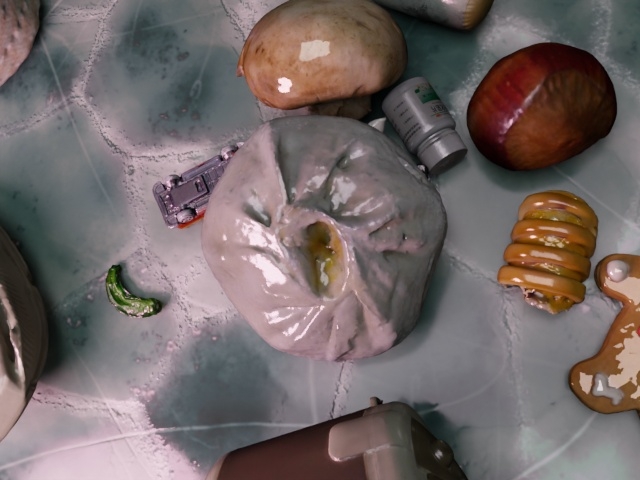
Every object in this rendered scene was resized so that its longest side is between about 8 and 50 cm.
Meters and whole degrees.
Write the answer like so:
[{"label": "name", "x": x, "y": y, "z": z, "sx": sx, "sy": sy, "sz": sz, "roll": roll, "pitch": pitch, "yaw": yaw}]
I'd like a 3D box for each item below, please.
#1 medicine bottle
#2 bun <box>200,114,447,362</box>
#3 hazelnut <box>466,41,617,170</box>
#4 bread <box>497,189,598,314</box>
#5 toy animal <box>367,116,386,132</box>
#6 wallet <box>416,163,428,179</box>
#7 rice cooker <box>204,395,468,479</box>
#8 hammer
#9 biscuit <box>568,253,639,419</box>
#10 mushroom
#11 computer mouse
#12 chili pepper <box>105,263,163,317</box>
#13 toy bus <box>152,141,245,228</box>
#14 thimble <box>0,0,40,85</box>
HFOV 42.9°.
[{"label": "medicine bottle", "x": 0.154, "y": -0.166, "z": 1.192, "sx": 0.080, "sy": 0.080, "sz": 0.130, "roll": -33, "pitch": 74, "yaw": 5}, {"label": "bun", "x": -0.006, "y": 0.000, "z": 1.107, "sx": 0.354, "sy": 0.194, "sz": 0.355, "roll": 2, "pitch": 100, "yaw": 11}, {"label": "hazelnut", "x": 0.313, "y": -0.187, "z": 1.133, "sx": 0.201, "sy": 0.160, "sz": 0.170, "roll": -9, "pitch": 89, "yaw": -26}, {"label": "bread", "x": 0.314, "y": 0.013, "z": 1.121, "sx": 0.119, "sy": 0.084, "sz": 0.177, "roll": 14, "pitch": 79, "yaw": 15}, {"label": "toy animal", "x": 0.036, "y": -0.139, "z": 1.219, "sx": 0.124, "sy": 0.085, "sz": 0.071, "roll": -3, "pitch": 80, "yaw": -1}, {"label": "wallet", "x": 0.039, "y": -0.051, "z": 1.203, "sx": 0.244, "sy": 0.025, "sz": 0.124, "roll": -1, "pitch": 106, "yaw": 14}, {"label": "rice cooker", "x": 0.043, "y": 0.380, "z": 0.993, "sx": 0.325, "sy": 0.335, "sz": 0.335, "roll": -18, "pitch": 76, "yaw": 9}, {"label": "hammer", "x": 0.204, "y": -0.474, "z": 1.232, "sx": 0.201, "sy": 0.113, "sz": 0.306, "roll": 23, "pitch": 80, "yaw": 14}, {"label": "biscuit", "x": 0.463, "y": 0.091, "z": 1.073, "sx": 0.216, "sy": 0.047, "sz": 0.340, "roll": 26, "pitch": 82, "yaw": 12}, {"label": "mushroom", "x": -0.001, "y": -0.265, "z": 1.187, "sx": 0.254, "sy": 0.184, "sz": 0.255, "roll": -14, "pitch": 36, "yaw": 10}, {"label": "computer mouse", "x": -0.539, "y": 0.133, "z": 1.272, "sx": 0.228, "sy": 0.145, "sz": 0.429, "roll": -36, "pitch": 62, "yaw": 12}, {"label": "chili pepper", "x": -0.299, "y": 0.089, "z": 1.278, "sx": 0.118, "sy": 0.035, "sz": 0.055, "roll": 36, "pitch": 77, "yaw": 26}, {"label": "toy bus", "x": -0.163, "y": -0.082, "z": 1.252, "sx": 0.174, "sy": 0.077, "sz": 0.079, "roll": -26, "pitch": 74, "yaw": 7}, {"label": "thimble", "x": -0.640, "y": -0.390, "z": 1.366, "sx": 0.291, "sy": 0.195, "sz": 0.292, "roll": -4, "pitch": 76, "yaw": 17}]
